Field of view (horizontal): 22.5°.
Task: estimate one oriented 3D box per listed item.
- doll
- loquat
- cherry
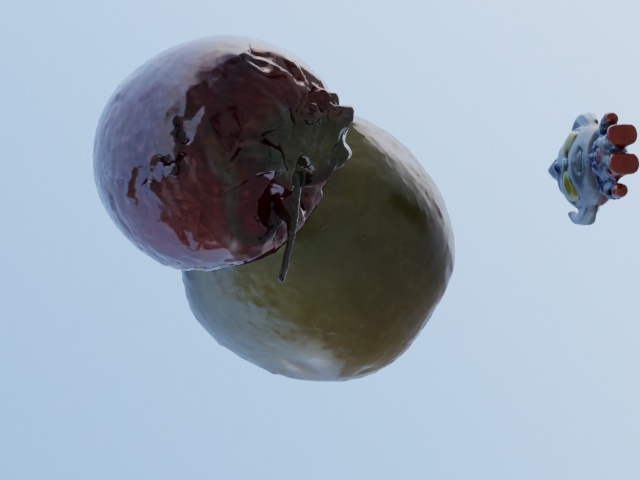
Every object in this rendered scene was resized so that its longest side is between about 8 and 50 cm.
[{"bbox_3d":[0.259,-0.071,1.521,0.062,0.195,0.104,-20,-92,-8],"label":"doll"},{"bbox_3d":[0.000,0.000,1.563,0.284,0.276,0.276,70,-147,-57],"label":"loquat"},{"bbox_3d":[-0.092,-0.065,1.262,0.175,0.250,0.192,29,-109,-30],"label":"cherry"}]
